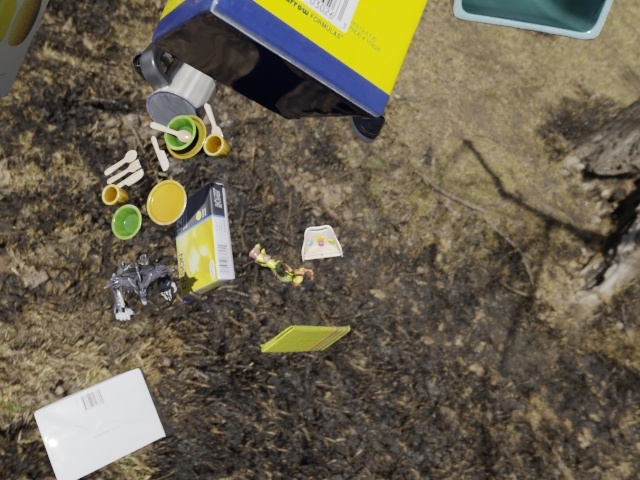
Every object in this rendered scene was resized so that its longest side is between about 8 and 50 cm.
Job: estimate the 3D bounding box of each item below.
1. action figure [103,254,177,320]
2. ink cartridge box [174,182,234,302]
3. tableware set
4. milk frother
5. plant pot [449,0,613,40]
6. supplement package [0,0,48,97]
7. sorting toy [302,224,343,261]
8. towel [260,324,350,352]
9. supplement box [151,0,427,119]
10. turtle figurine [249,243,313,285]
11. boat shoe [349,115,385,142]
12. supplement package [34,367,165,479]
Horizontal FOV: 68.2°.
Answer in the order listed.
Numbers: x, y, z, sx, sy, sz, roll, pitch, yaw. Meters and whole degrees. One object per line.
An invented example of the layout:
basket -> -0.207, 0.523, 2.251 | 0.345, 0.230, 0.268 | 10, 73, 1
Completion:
action figure -> -0.454, 0.116, 1.204 | 0.164, 0.276, 0.140 | -20, 103, -21
ink cartridge box -> -0.389, 0.016, 1.467 | 0.072, 0.307, 0.303 | 7, 66, -47
tableware set -> -0.163, -0.070, 0.488 | 0.103, 0.154, 0.024 | 65, 12, 16
milk frother -> -0.238, -0.240, 0.740 | 0.129, 0.143, 0.134 | 39, 48, -30
plant pot -> 0.364, -0.514, 0.827 | 0.248, 0.246, 0.252 | 9, 31, -1
supplement package -> -0.453, -0.296, 0.578 | 0.134, 0.244, 0.139 | 45, 33, -8
sorting toy -> 0.000, 0.000, 0.961 | 0.084, 0.075, 0.044 | -7, 45, 3
towel -> -0.028, 0.221, 1.082 | 0.237, 0.102, 0.021 | 17, 38, -55
supplement box -> 0.002, -0.329, 0.489 | 0.195, 0.194, 0.356 | 21, 90, -35
turtle figurine -> -0.138, 0.102, 1.679 | 0.218, 0.087, 0.269 | 29, 2, 20
boat shoe -> 0.086, -0.298, 0.981 | 0.075, 0.065, 0.205 | 4, 56, -32
supplement package -> -0.442, 0.369, 0.978 | 0.194, 0.203, 0.149 | -20, 83, -23
